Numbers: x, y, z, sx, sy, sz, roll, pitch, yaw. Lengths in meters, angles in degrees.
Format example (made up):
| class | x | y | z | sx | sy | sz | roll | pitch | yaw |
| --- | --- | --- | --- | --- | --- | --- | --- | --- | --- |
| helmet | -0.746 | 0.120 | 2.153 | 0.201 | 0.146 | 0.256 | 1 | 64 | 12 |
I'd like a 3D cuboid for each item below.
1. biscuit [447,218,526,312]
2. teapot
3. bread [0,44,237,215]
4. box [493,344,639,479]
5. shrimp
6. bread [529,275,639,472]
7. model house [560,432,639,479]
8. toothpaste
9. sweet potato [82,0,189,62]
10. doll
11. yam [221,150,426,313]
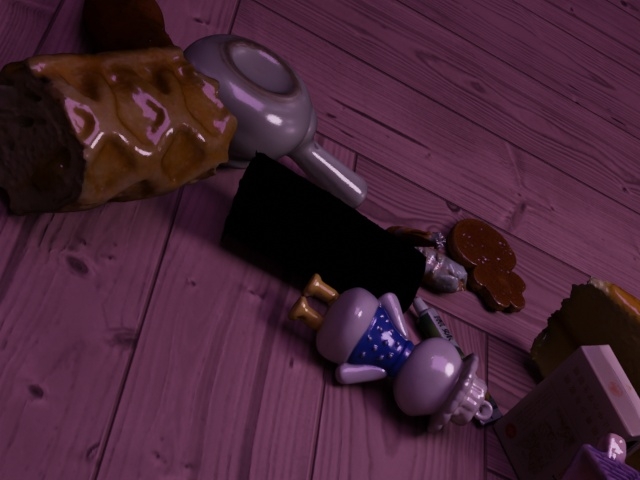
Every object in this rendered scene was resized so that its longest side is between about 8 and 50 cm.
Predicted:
| class | x | y | z | sx | sy | sz | roll | pitch | yaw |
| --- | --- | --- | --- | --- | --- | --- | --- | --- | --- |
| biscuit | 0.255 | 0.039 | 1.899 | 0.124 | 0.026 | 0.175 | 8 | 47 | -32 |
| teapot | -0.071 | -0.153 | 1.728 | 0.318 | 0.149 | 0.220 | 41 | 32 | 4 |
| bread | -0.271 | -0.138 | 1.515 | 0.252 | 0.238 | 0.196 | -22 | 102 | -55 |
| box | 0.328 | 0.246 | 1.611 | 0.058 | 0.201 | 0.141 | 2 | 50 | -38 |
| shrimp | 0.163 | 0.021 | 1.743 | 0.161 | 0.166 | 0.049 | 29 | 72 | -12 |
| bread | 0.446 | 0.246 | 1.690 | 0.361 | 0.233 | 0.245 | 32 | 40 | -2 |
| model house | 0.370 | 0.372 | 1.476 | 0.236 | 0.202 | 0.237 | 28 | 55 | -13 |
| toothpaste | 0.185 | 0.165 | 1.713 | 0.049 | 0.031 | 0.204 | -11 | 62 | -44 |
| sweet potato | -0.270 | -0.295 | 1.732 | 0.112 | 0.112 | 0.359 | 10 | 32 | -32 |
| doll | 0.097 | 0.149 | 1.598 | 0.293 | 0.119 | 0.138 | 31 | 69 | -1 |
| yam | 0.001 | -0.002 | 1.657 | 0.279 | 0.131 | 0.131 | 31 | 39 | -14 |
